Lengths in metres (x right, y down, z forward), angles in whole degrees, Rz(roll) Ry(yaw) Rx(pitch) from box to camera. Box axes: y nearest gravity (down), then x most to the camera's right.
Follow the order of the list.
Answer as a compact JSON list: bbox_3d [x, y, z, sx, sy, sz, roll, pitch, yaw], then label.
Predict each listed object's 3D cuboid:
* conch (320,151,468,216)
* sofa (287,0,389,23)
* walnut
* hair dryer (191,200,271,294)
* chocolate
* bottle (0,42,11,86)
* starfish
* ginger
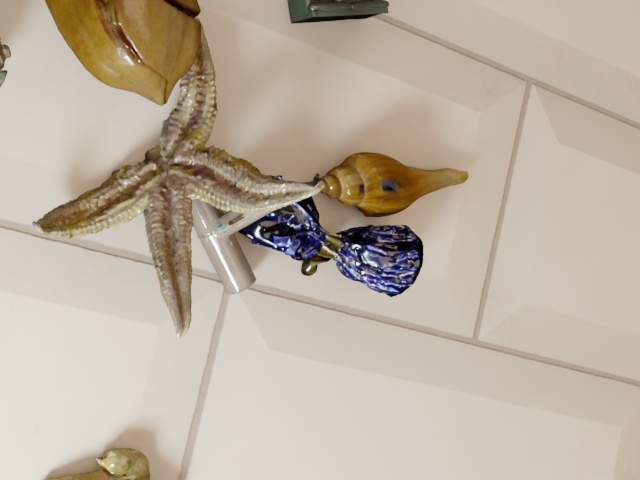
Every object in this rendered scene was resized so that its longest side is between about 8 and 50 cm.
[{"bbox_3d":[0.128,-0.093,1.670,0.330,0.093,0.109,-3,95,-28],"label":"conch"},{"bbox_3d":[0.029,-0.389,1.615,0.147,0.085,0.060,-10,99,-28],"label":"sofa"},{"bbox_3d":[-0.269,-0.325,1.382,0.203,0.203,0.298,-23,92,-26],"label":"walnut"},{"bbox_3d":[-0.100,-0.021,1.482,0.053,0.220,0.195,-41,113,-44],"label":"hair dryer"},{"bbox_3d":[-0.004,-0.003,1.594,0.343,0.126,0.148,20,123,-24],"label":"chocolate"},{"bbox_3d":[-0.484,-0.233,1.335,0.152,0.099,0.099,-38,108,-26],"label":"bottle"},{"bbox_3d":[-0.210,-0.096,1.416,0.398,0.384,0.132,-39,148,-16],"label":"starfish"},{"bbox_3d":[-0.321,0.385,1.456,0.214,0.059,0.133,-23,98,-28],"label":"ginger"}]
